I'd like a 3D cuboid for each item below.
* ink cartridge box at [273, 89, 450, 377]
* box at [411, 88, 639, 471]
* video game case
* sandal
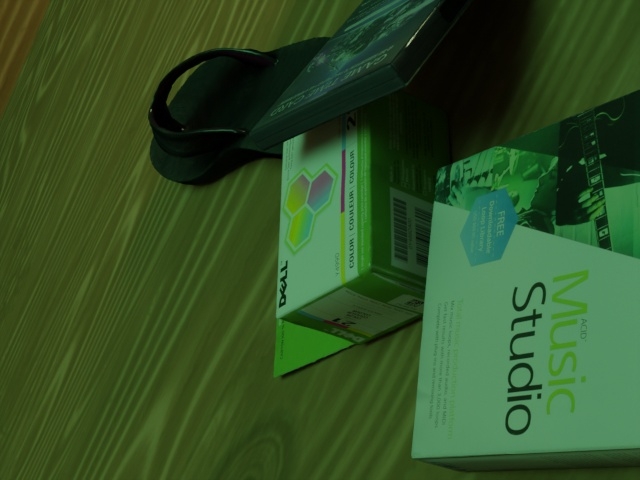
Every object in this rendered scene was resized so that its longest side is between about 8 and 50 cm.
[{"bbox_3d":[0.000,0.000,0.890,0.255,0.097,0.189,-31,49,45],"label":"ink cartridge box"},{"bbox_3d":[0.188,0.024,0.623,0.322,0.058,0.232,-19,58,51],"label":"box"},{"bbox_3d":[0.068,-0.194,0.840,0.196,0.026,0.274,-16,32,53],"label":"video game case"},{"bbox_3d":[-0.112,-0.165,1.142,0.446,0.107,0.167,-3,71,57],"label":"sandal"}]
